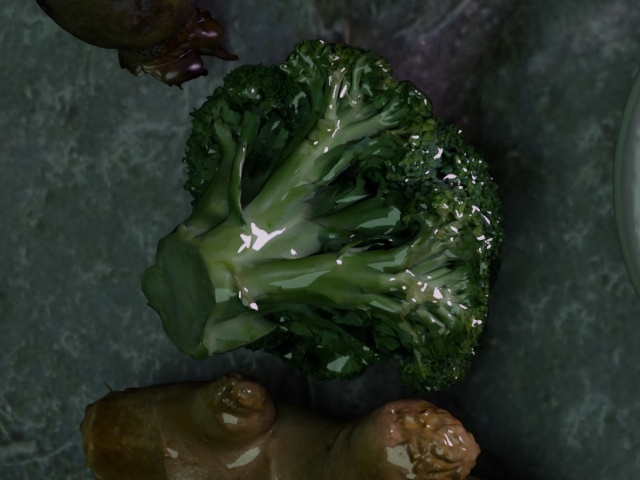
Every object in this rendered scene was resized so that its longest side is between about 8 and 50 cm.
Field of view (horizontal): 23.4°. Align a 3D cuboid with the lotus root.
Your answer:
[{"bbox_3d":[-0.143,-0.207,1.058,0.154,0.154,0.278,-3,144,18],"label":"lotus root"}]

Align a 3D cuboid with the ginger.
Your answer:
[{"bbox_3d":[0.008,0.195,1.107,0.376,0.236,0.166,19,72,-8],"label":"ginger"}]

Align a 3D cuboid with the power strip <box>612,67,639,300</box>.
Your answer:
[{"bbox_3d":[0.364,-0.028,0.944,0.358,0.161,0.357,3,99,22],"label":"power strip"}]

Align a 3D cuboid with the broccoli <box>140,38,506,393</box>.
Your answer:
[{"bbox_3d":[0.000,0.000,1.061,0.269,0.242,0.261,49,136,31],"label":"broccoli"}]
